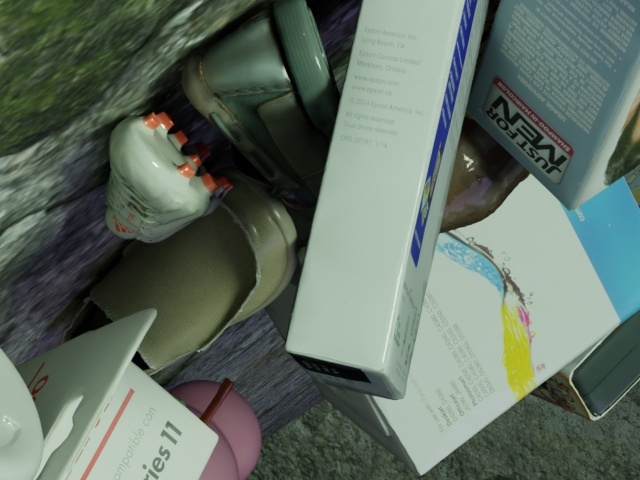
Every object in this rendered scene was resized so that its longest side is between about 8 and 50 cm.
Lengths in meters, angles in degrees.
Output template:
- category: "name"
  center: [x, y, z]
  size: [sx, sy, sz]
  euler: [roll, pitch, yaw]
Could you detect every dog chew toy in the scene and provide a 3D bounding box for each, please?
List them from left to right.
- category: "dog chew toy"
  center: [-0.183, 0.263, 1.896]
  size: [0.332, 0.206, 0.206]
  euler: [-41, 176, -45]

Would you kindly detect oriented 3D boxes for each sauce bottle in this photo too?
- category: "sauce bottle"
  center: [0.118, -0.089, 1.289]
  size: [0.344, 0.111, 0.111]
  euler: [-49, 176, -22]

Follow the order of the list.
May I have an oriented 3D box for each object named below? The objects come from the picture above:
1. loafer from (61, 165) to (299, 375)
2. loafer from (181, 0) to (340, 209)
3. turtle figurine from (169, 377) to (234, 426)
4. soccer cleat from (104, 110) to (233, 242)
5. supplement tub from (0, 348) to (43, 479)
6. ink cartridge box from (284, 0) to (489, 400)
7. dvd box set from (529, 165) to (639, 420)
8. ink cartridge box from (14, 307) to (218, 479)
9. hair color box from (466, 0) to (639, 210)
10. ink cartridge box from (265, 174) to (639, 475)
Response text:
- category: "loafer"
  center: [-0.108, 0.043, 1.302]
  size: [0.092, 0.102, 0.268]
  euler: [-38, 175, -43]
- category: "loafer"
  center: [-0.029, -0.077, 1.104]
  size: [0.084, 0.096, 0.267]
  euler: [-18, 164, 0]
- category: "turtle figurine"
  center: [-0.218, 0.176, 1.611]
  size: [0.269, 0.087, 0.217]
  euler: [-30, 165, 5]
- category: "soccer cleat"
  center: [-0.102, -0.030, 1.076]
  size: [0.076, 0.068, 0.196]
  euler: [-35, 175, 2]
- category: "supplement tub"
  center: [-0.267, 0.133, 0.975]
  size: [0.200, 0.144, 0.144]
  euler: [-40, 171, 15]
- category: "ink cartridge box"
  center: [0.052, -0.078, 1.046]
  size: [0.165, 0.065, 0.332]
  euler: [59, 45, -77]
- category: "dvd box set"
  center: [0.214, -0.003, 1.658]
  size: [0.307, 0.062, 0.420]
  euler: [-43, -152, -15]
- category: "ink cartridge box"
  center: [-0.202, 0.189, 1.122]
  size: [0.353, 0.119, 0.207]
  euler: [-25, -150, 46]
- category: "hair color box"
  center: [0.224, -0.200, 1.081]
  size: [0.185, 0.113, 0.374]
  euler: [-33, 158, -27]
- category: "ink cartridge box"
  center: [0.101, 0.014, 1.454]
  size: [0.270, 0.197, 0.198]
  euler: [-36, -153, -11]
